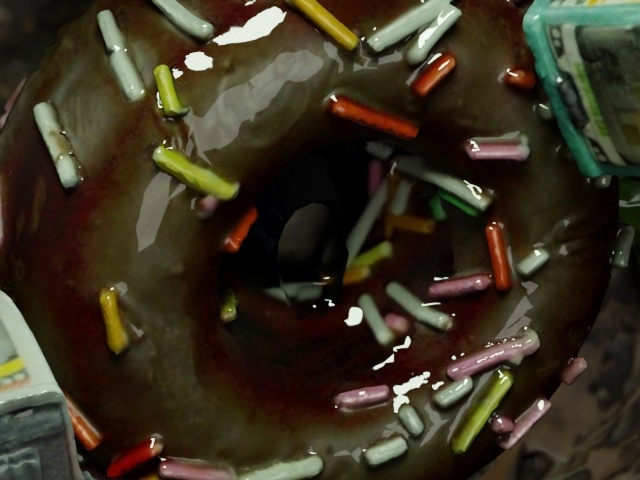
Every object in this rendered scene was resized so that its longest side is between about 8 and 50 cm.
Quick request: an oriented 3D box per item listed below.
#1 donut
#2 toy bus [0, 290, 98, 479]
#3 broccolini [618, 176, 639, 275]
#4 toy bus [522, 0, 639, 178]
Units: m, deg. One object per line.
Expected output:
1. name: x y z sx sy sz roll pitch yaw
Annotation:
1. donut: 0.000 0.000 0.740 0.270 0.103 0.269 -10 115 -22
2. toy bus: -0.122 0.137 0.709 0.092 0.106 0.268 -17 131 -15
3. broccolini: 0.187 0.023 0.866 0.091 0.068 0.202 -30 114 23
4. toy bus: 0.178 -0.127 0.729 0.261 0.109 0.091 -50 126 -32
